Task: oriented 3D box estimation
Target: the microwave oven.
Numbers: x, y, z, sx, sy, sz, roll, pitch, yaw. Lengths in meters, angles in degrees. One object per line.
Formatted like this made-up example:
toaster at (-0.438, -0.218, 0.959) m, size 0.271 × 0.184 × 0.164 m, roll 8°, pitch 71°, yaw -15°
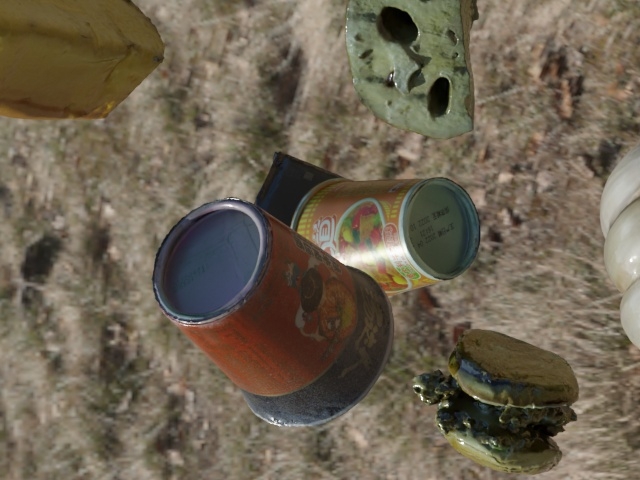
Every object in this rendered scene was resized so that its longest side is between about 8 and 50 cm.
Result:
microwave oven at (0.000, 0.001, 1.877) m, size 0.247 × 0.188 × 0.178 m, roll 22°, pitch 62°, yaw 4°

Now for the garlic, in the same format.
garlic at (0.367, -0.015, 1.146) m, size 0.184 × 0.281 × 0.203 m, roll 26°, pitch 139°, yaw 11°

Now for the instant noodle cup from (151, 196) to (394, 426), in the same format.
instant noodle cup at (-0.035, 0.041, 0.751) m, size 0.127 × 0.135 × 0.127 m, roll -16°, pitch 55°, yaw 24°

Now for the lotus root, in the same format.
lotus root at (0.094, -0.222, 1.148) m, size 0.119 × 0.138 × 0.235 m, roll -89°, pitch -5°, yaw -49°

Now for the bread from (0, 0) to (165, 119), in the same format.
bread at (-0.213, -0.146, 0.823) m, size 0.094 × 0.245 × 0.102 m, roll -40°, pitch 76°, yaw 21°

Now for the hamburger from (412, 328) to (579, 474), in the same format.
hamburger at (0.188, 0.181, 1.254) m, size 0.184 × 0.159 × 0.131 m, roll 17°, pitch 106°, yaw 5°

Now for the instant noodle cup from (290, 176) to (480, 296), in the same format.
instant noodle cup at (0.080, -0.004, 1.338) m, size 0.185 × 0.168 × 0.168 m, roll -11°, pitch 77°, yaw 54°
